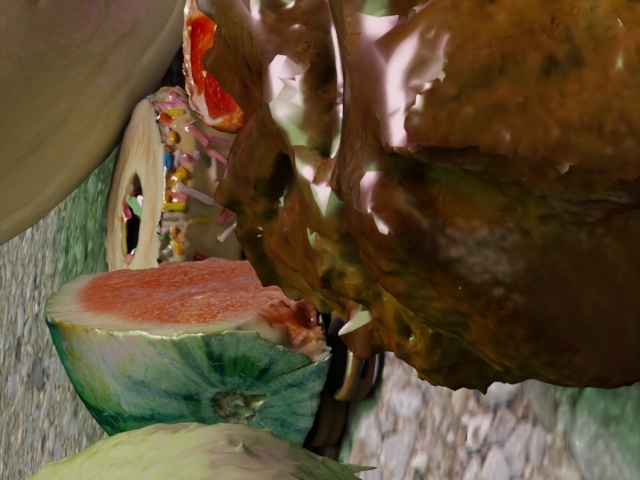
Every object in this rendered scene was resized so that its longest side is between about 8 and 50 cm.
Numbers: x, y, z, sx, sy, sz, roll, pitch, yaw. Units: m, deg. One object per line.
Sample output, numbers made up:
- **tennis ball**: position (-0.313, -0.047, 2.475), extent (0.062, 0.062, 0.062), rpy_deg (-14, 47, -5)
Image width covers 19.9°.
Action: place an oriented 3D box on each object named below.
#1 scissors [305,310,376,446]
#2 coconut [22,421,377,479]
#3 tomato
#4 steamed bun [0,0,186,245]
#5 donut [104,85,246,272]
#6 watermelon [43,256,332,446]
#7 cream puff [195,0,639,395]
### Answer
- **scissors**: position (0.000, 0.000, 0.959), extent (0.088, 0.017, 0.220), rpy_deg (114, 155, -49)
- **coconut**: position (-0.010, 0.227, 0.539), extent (0.328, 0.281, 0.328), rpy_deg (38, 152, 25)
- **tomato**: position (-0.021, -0.129, 0.985), extent (0.155, 0.069, 0.156), rpy_deg (-173, 90, -67)
- **steamed bun**: position (-0.234, -0.192, 1.257), extent (0.456, 0.290, 0.371), rpy_deg (-57, 25, 11)
- **donut**: position (-0.089, -0.010, 1.142), extent (0.174, 0.068, 0.175), rpy_deg (-175, 90, -70)
- **watermelon**: position (-0.068, 0.095, 0.984), extent (0.231, 0.128, 0.146), rpy_deg (-148, 46, -72)
- **cream puff**: position (0.051, -0.065, 0.652), extent (0.269, 0.154, 0.241), rpy_deg (-11, 77, 63)
